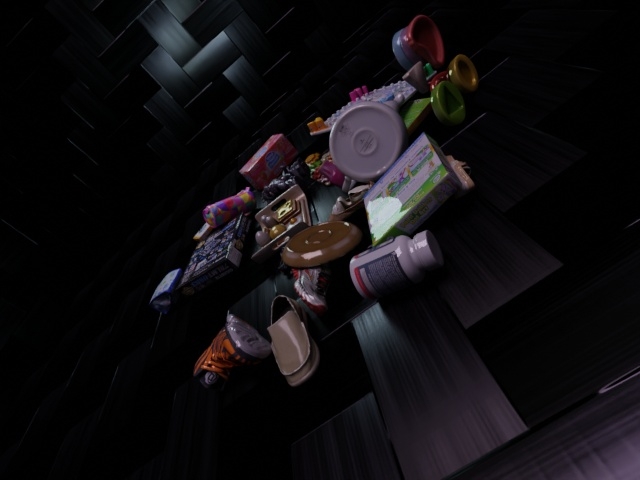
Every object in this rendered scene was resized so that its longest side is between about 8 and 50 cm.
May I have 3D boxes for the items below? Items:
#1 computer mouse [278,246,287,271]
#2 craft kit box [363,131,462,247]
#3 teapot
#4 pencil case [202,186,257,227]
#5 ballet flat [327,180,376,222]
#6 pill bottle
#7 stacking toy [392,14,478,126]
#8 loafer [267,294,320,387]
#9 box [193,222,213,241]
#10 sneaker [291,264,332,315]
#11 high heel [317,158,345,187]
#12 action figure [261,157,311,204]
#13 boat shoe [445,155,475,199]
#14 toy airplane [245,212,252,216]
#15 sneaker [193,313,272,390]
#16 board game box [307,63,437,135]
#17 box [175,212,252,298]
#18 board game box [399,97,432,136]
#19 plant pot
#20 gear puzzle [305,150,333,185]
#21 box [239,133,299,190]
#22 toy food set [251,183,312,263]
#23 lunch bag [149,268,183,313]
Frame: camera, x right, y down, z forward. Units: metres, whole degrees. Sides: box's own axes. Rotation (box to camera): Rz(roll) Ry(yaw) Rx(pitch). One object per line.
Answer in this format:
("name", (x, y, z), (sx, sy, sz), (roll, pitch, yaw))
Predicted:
("computer mouse", (-0.057, 0.025, 1.277), (0.192, 0.042, 0.106), (-29, 30, 26))
("craft kit box", (0.217, -0.124, 1.052), (0.250, 0.060, 0.247), (-47, 21, 28))
("teapot", (0.154, -0.295, 1.279), (0.255, 0.253, 0.187), (-13, 7, 19))
("pencil case", (-0.386, -0.141, 1.789), (0.236, 0.105, 0.104), (-34, 18, -38))
("ballet flat", (0.091, -0.117, 1.254), (0.206, 0.067, 0.073), (-32, 33, 22))
("pill bottle", (0.163, 0.051, 0.889), (0.180, 0.108, 0.108), (-26, 32, 29))
("stacking toy", (0.320, -0.480, 1.251), (0.130, 0.308, 0.280), (-17, 47, 53))
("loafer", (-0.076, 0.225, 0.974), (0.102, 0.092, 0.269), (-39, 28, 7))
("box", (-0.567, -0.053, 2.063), (0.081, 0.028, 0.136), (3, 50, 54))
("sneaker", (-0.015, 0.103, 1.071), (0.092, 0.088, 0.225), (-34, 31, 8))
("high heel", (0.096, -0.288, 1.462), (0.244, 0.117, 0.082), (-55, -1, -35))
("action figure", (-0.154, -0.241, 1.714), (0.284, 0.099, 0.186), (-11, 48, 50))
("boat shoe", (0.338, -0.161, 1.013), (0.059, 0.063, 0.170), (-18, 36, 18))
("toy airplane", (-0.375, -0.089, 1.861), (0.151, 0.028, 0.151), (-30, 31, 20))
("sneaker", (-0.223, 0.299, 1.031), (0.180, 0.124, 0.321), (-57, 10, -11))
("board game box", (0.193, -0.542, 1.597), (0.389, 0.050, 0.390), (-2, 35, 45))
("box", (-0.423, 0.058, 1.675), (0.295, 0.073, 0.293), (-30, 30, 25))
("board game box", (0.274, -0.383, 1.418), (0.259, 0.039, 0.124), (-48, 29, -12))
("plant pot", (0.000, 0.000, 1.156), (0.236, 0.033, 0.236), (-15, 22, 6))
("gear puzzle", (0.014, -0.316, 1.652), (0.175, 0.044, 0.339), (-45, 28, -4))
("box", (-0.243, -0.370, 1.970), (0.257, 0.128, 0.122), (-51, 29, -15))
("toy food set", (-0.152, -0.071, 1.479), (0.219, 0.092, 0.306), (-36, 29, 15))
("lunch bag", (-0.609, 0.199, 1.676), (0.151, 0.096, 0.129), (-51, 19, 38))
